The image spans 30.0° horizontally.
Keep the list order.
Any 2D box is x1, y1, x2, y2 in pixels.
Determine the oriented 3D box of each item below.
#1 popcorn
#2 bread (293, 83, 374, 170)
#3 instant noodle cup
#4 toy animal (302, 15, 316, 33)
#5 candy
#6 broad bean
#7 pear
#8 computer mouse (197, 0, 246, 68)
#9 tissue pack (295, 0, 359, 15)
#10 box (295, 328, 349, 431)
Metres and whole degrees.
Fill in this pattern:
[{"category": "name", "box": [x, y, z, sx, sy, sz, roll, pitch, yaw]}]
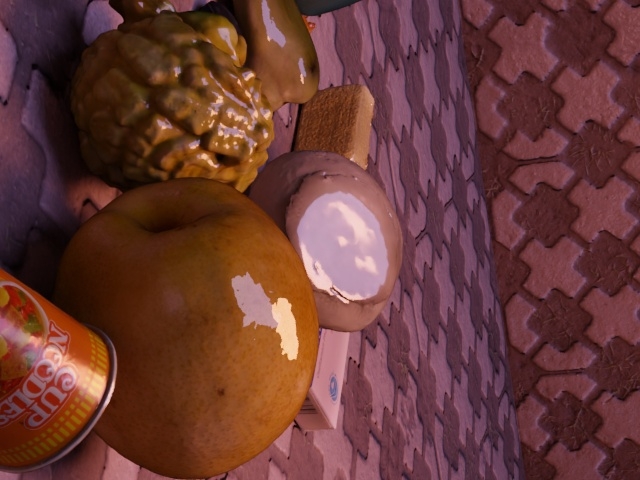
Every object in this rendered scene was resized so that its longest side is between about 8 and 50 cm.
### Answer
[{"category": "popcorn", "box": [-0.171, -0.155, 1.390, 0.258, 0.224, 0.270, -97, 163, -62]}, {"category": "bread", "box": [0.024, -0.185, 2.086, 0.068, 0.125, 0.188, 60, 30, -48]}, {"category": "instant noodle cup", "box": [-0.300, 0.093, 1.063, 0.185, 0.168, 0.168, 53, 35, -43]}, {"category": "toy animal", "box": [-0.043, -0.377, 2.061, 0.083, 0.060, 0.081, -9, 92, -79]}, {"category": "candy", "box": [0.000, 0.000, 1.837, 0.295, 0.185, 0.295, 9, 76, -40]}, {"category": "broad bean", "box": [-0.073, -0.334, 1.864, 0.189, 0.121, 0.263, -31, 112, -73]}, {"category": "pear", "box": [-0.142, 0.091, 1.285, 0.314, 0.314, 0.314, -6, 90, -71]}, {"category": "computer mouse", "box": [-0.143, -0.260, 1.728, 0.106, 0.062, 0.192, 42, 44, -62]}, {"category": "tissue pack", "box": [-0.011, -0.516, 1.947, 0.287, 0.198, 0.206, 68, 22, -16]}, {"category": "box", "box": [-0.011, 0.119, 1.994, 0.200, 0.065, 0.343, 63, 28, -46]}]
